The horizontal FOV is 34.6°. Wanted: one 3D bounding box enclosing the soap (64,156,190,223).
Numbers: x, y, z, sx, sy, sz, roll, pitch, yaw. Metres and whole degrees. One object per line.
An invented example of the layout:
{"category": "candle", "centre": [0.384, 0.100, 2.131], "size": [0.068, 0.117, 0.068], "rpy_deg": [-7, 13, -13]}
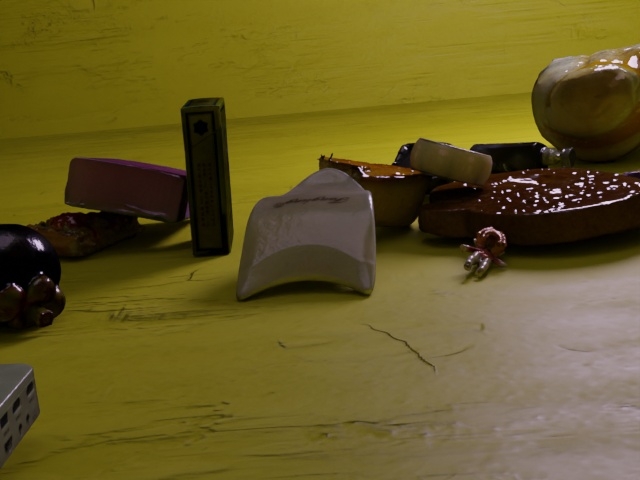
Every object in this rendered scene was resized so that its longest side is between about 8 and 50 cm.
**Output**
{"category": "soap", "centre": [-0.291, -0.084, 1.663], "size": [0.181, 0.081, 0.259], "rpy_deg": [10, 3, 2]}

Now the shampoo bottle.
{"category": "shampoo bottle", "centre": [0.377, -0.152, 1.923], "size": [0.208, 0.063, 0.057], "rpy_deg": [4, 5, 41]}

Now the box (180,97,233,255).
{"category": "box", "centre": [-0.168, -0.100, 1.542], "size": [0.064, 0.220, 0.141], "rpy_deg": [-5, 12, -1]}

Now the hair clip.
{"category": "hair clip", "centre": [-0.003, -0.016, 1.355], "size": [0.173, 0.113, 0.282], "rpy_deg": [-3, 14, 11]}

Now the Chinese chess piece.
{"category": "Chinese chess piece", "centre": [0.194, -0.117, 1.530], "size": [0.122, 0.051, 0.122], "rpy_deg": [13, 9, -2]}

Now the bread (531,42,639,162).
{"category": "bread", "centre": [0.571, -0.266, 2.010], "size": [0.301, 0.210, 0.341], "rpy_deg": [-14, 11, 16]}

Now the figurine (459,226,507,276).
{"category": "figurine", "centre": [0.209, 0.015, 1.297], "size": [0.064, 0.047, 0.109], "rpy_deg": [28, 28, 11]}

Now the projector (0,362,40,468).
{"category": "projector", "centre": [-0.368, 0.170, 0.763], "size": [0.259, 0.079, 0.257], "rpy_deg": [-5, 13, 3]}

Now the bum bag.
{"category": "bum bag", "centre": [0.183, -0.124, 1.848], "size": [0.142, 0.079, 0.326], "rpy_deg": [-9, 15, 17]}

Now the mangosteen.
{"category": "mangosteen", "centre": [-0.366, 0.051, 1.221], "size": [0.151, 0.137, 0.137], "rpy_deg": [41, 36, 23]}

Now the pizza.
{"category": "pizza", "centre": [-0.368, -0.021, 1.646], "size": [0.199, 0.062, 0.188], "rpy_deg": [-13, 17, -41]}

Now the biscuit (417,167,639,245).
{"category": "biscuit", "centre": [0.294, -0.044, 1.476], "size": [0.314, 0.063, 0.367], "rpy_deg": [-13, 13, -14]}

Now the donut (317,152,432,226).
{"category": "donut", "centre": [0.092, -0.078, 1.586], "size": [0.152, 0.101, 0.259], "rpy_deg": [3, 6, -13]}

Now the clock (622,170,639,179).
{"category": "clock", "centre": [0.526, -0.072, 1.523], "size": [0.153, 0.050, 0.110], "rpy_deg": [-2, 13, 16]}
